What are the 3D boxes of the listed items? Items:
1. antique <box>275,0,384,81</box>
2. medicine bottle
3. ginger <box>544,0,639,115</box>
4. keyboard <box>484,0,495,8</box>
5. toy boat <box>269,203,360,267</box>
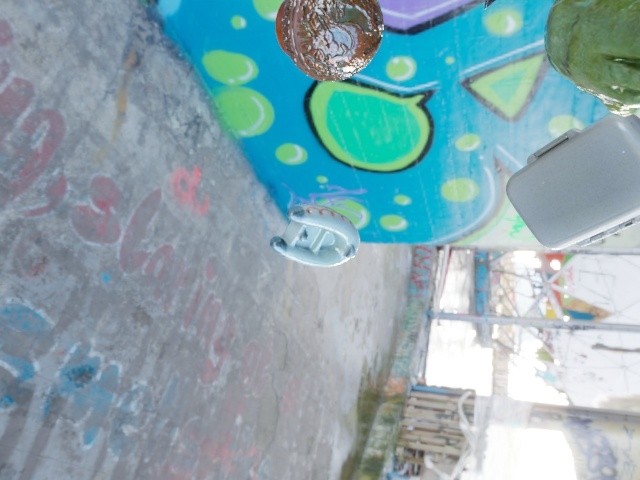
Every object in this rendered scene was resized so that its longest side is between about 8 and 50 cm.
[{"bbox_3d":[0.011,-0.199,0.489,0.104,0.104,0.104,0,90,-69],"label":"antique"},{"bbox_3d":[0.678,-0.143,1.345,0.123,0.375,0.282,-33,86,-36],"label":"medicine bottle"},{"bbox_3d":[0.261,-0.157,0.345,0.089,0.137,0.290,-48,-173,-6],"label":"ginger"},{"bbox_3d":[0.365,-0.501,0.954,0.202,0.011,0.067,-42,152,-18],"label":"keyboard"},{"bbox_3d":[0.000,0.000,1.091,0.208,0.079,0.134,16,112,-41],"label":"toy boat"}]
